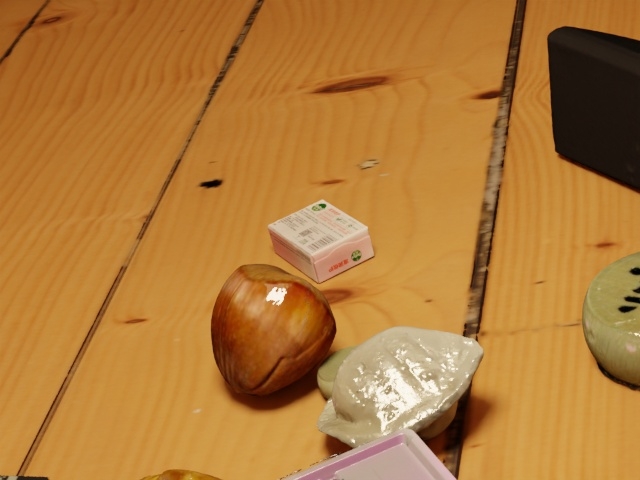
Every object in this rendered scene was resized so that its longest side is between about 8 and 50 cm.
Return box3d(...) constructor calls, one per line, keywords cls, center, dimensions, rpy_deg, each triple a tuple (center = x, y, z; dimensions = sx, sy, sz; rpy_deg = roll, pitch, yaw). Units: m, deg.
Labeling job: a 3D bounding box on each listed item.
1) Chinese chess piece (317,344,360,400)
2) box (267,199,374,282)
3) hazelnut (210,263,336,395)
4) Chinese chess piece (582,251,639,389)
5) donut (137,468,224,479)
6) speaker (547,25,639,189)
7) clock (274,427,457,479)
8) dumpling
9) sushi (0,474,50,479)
box3d(cls="Chinese chess piece", center=(0.038, 0.150, 1.840), dimensions=(0.084, 0.034, 0.084), rpy_deg=(-13, 26, 7))
box3d(cls="box", center=(0.000, 0.000, 2.119), dimensions=(0.089, 0.043, 0.125), rpy_deg=(-25, 29, -18))
box3d(cls="hazelnut", center=(-0.062, 0.101, 1.867), dimensions=(0.150, 0.150, 0.150), rpy_deg=(-11, 28, 6))
box3d(cls="Chinese chess piece", center=(0.373, 0.079, 1.757), dimensions=(0.188, 0.083, 0.188), rpy_deg=(-9, 29, 5))
box3d(cls="donut", center=(-0.140, 0.311, 1.492), dimensions=(0.226, 0.114, 0.226), rpy_deg=(-26, 36, 21))
box3d(cls="speaker", center=(0.466, -0.159, 2.062), dimensions=(0.184, 0.180, 0.388), rpy_deg=(-20, 29, -25))
box3d(cls="clock", center=(0.032, 0.271, 1.589), dimensions=(0.197, 0.063, 0.150), rpy_deg=(-22, 29, -14))
box3d(cls="dumpling", center=(0.082, 0.164, 1.728), dimensions=(0.176, 0.092, 0.150), rpy_deg=(0, 43, 7))
box3d(cls="sushi", center=(-0.394, 0.303, 1.740), dimensions=(0.210, 0.040, 0.193), rpy_deg=(2, 18, -7))
